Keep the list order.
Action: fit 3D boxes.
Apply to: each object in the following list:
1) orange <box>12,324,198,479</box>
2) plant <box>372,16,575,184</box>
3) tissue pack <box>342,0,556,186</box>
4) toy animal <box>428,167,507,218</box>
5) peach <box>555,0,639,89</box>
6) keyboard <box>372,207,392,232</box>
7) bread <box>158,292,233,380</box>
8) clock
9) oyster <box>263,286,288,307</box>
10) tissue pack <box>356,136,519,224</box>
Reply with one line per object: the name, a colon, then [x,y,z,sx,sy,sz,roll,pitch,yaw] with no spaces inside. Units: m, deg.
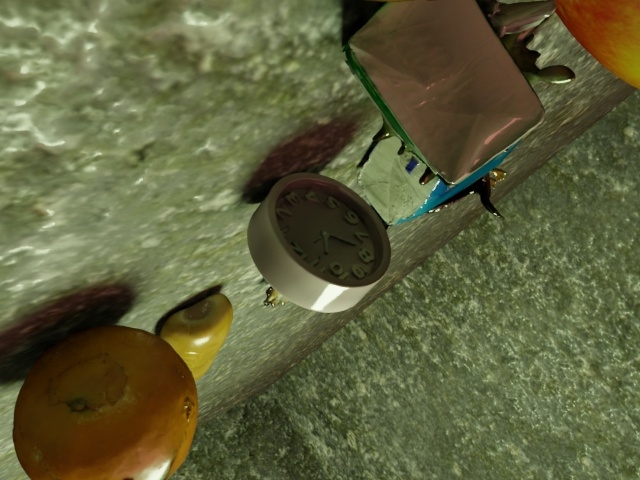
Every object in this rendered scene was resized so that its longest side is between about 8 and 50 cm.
orange: [-0.288,0.239,0.870,0.246,0.246,0.246,-35,167,-9]
plant: [0.210,-0.190,0.863,0.251,0.180,0.333,-30,174,21]
tissue pack: [0.117,-0.164,0.572,0.156,0.148,0.209,-38,-170,11]
toy animal: [0.366,-0.137,1.427,0.160,0.197,0.272,-25,159,-51]
peach: [0.319,-0.275,0.532,0.242,0.380,0.306,-41,-167,14]
keyboard: [0.103,-0.006,1.387,0.025,0.093,0.230,6,145,-20]
bread: [-0.248,0.205,1.218,0.142,0.091,0.305,-23,161,-30]
clock: [0.000,0.000,0.885,0.197,0.197,0.068,-24,161,-45]
oyster: [-0.005,0.054,1.337,0.260,0.092,0.198,-32,170,20]
tissue pack: [0.215,-0.154,1.044,0.270,0.137,0.209,-28,163,-32]
